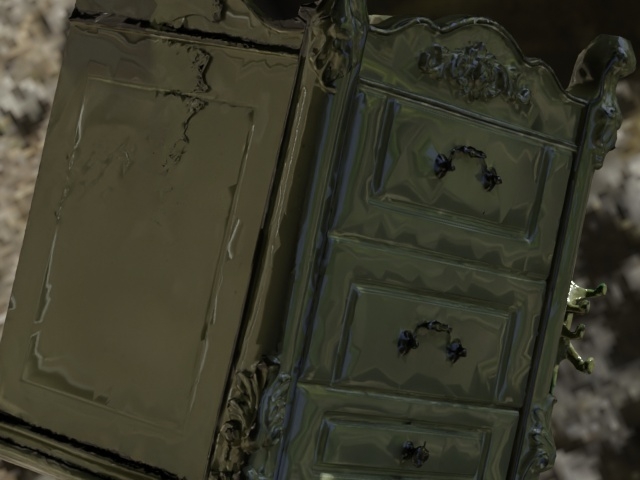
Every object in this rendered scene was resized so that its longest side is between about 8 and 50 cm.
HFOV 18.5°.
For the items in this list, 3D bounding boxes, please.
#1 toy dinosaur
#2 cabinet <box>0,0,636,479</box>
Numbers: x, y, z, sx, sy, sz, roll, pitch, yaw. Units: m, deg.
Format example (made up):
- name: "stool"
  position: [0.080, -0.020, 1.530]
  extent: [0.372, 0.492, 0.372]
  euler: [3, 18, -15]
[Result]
- name: "toy dinosaur"
  position: [0.151, 0.064, 1.295]
  extent: [0.029, 0.060, 0.119]
  euler: [1, 101, -52]
- name: "cabinet"
  position: [0.000, 0.000, 1.151]
  extent: [0.290, 0.227, 0.318]
  euler: [13, 90, -49]
